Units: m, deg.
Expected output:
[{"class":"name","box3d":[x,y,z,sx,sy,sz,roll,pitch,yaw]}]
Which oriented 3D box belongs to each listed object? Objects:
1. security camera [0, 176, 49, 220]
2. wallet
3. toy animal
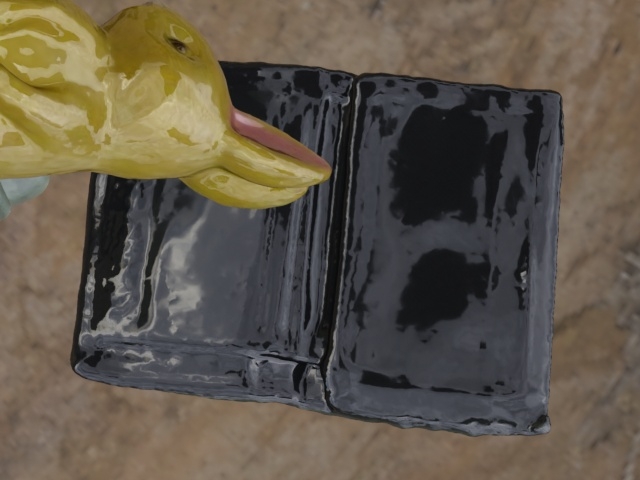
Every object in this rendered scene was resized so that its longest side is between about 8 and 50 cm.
[{"class":"security camera","box3d":[-0.274,-0.097,1.374,0.080,0.301,0.157,-24,95,-8]},{"class":"wallet","box3d":[0.000,0.000,1.134,0.041,0.322,0.247,86,9,-74]},{"class":"toy animal","box3d":[-0.071,-0.044,0.525,0.159,0.083,0.070,10,88,-27]}]
